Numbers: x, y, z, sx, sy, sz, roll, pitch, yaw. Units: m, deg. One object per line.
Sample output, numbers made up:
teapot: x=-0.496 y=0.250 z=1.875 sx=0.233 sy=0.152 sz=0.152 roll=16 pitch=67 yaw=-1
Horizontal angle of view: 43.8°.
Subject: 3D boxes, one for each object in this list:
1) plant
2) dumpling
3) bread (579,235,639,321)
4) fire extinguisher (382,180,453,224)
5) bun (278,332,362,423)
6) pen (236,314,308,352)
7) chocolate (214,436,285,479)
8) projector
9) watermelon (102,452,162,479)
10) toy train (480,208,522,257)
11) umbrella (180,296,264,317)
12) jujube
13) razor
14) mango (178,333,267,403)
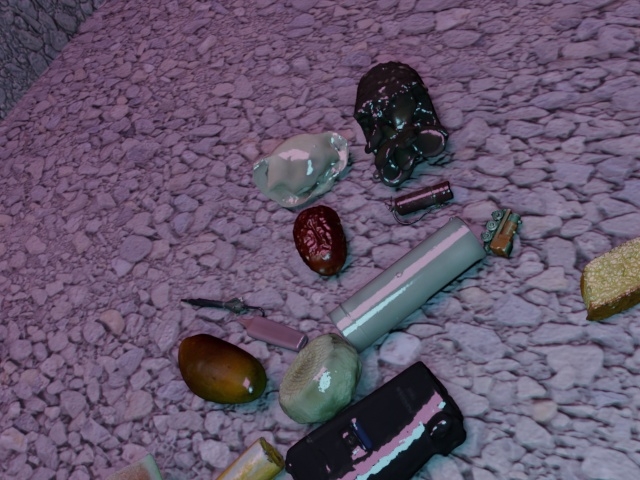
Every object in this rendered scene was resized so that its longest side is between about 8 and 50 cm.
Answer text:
plant: x=0.177 y=-0.280 z=1.853 sx=0.199 sy=0.188 sz=0.276 roll=-23 pitch=46 yaw=17
dumpling: x=-0.042 y=-0.180 z=1.957 sx=0.250 sy=0.162 sz=0.132 roll=-24 pitch=9 yaw=0
bread: x=0.547 y=0.067 z=1.434 sx=0.187 sy=0.065 sz=0.103 roll=-29 pitch=51 yaw=12
fire extinguisher: x=0.218 y=-0.081 z=1.774 sx=0.157 sy=0.045 sz=0.078 roll=-18 pitch=70 yaw=18
bun: x=0.008 y=0.276 z=1.547 sx=0.195 sy=0.118 sz=0.195 roll=-49 pitch=11 yaw=13
pen: x=-0.114 y=0.203 z=1.764 sx=0.197 sy=0.032 sz=0.053 roll=16 pitch=66 yaw=37
chocolate: x=-0.172 y=0.483 z=1.552 sx=0.219 sy=0.085 sz=0.085 roll=-41 pitch=44 yaw=3
projector: x=0.176 y=0.090 z=1.618 sx=0.337 sy=0.108 sz=0.108 roll=-37 pitch=44 yaw=1
watermelon: x=-0.441 y=0.619 z=1.538 sx=0.222 sy=0.319 sz=0.292 roll=46 pitch=128 yaw=18
toy train: x=0.372 y=-0.019 z=1.625 sx=0.064 sy=0.044 sz=0.103 roll=15 pitch=67 yaw=36
umbrella: x=-0.235 y=0.145 z=1.882 sx=0.269 sy=0.044 sz=0.044 roll=6 pitch=29 yaw=35
jujube: x=0.000 y=0.000 z=1.800 sx=0.112 sy=0.109 sz=0.176 roll=-54 pitch=37 yaw=35
razor: x=0.099 y=0.369 z=1.441 sx=0.327 sy=0.107 sz=0.189 roll=-36 pitch=44 yaw=1
mango: x=-0.214 y=0.283 z=1.705 sx=0.267 sy=0.111 sz=0.133 roll=19 pitch=52 yaw=42
